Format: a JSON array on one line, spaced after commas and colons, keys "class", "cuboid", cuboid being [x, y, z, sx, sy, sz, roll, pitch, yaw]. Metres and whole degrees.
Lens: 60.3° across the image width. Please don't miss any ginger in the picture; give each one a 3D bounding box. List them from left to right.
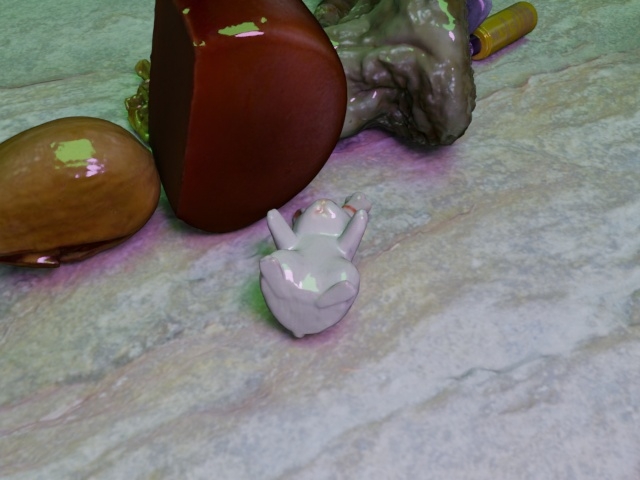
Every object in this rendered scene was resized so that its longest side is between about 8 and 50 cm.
[{"class": "ginger", "cuboid": [0.116, -0.559, 1.299, 0.290, 0.089, 0.137, -11, 53, -13]}]

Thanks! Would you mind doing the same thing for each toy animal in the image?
[{"class": "toy animal", "cuboid": [-0.002, -0.004, 0.796, 0.141, 0.138, 0.282, 7, 49, 8]}]

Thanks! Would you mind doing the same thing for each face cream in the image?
[{"class": "face cream", "cuboid": [0.379, -0.460, 1.240, 0.273, 0.078, 0.078, -34, 60, -27]}]

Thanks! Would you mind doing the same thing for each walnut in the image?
[{"class": "walnut", "cuboid": [-0.383, -0.069, 0.790, 0.298, 0.203, 0.203, -14, 52, -10]}]

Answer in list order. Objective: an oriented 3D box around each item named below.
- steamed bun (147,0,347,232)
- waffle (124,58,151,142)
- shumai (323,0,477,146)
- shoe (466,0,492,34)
[{"class": "steamed bun", "cuboid": [-0.104, -0.198, 0.802, 0.248, 0.379, 0.235, -11, 55, -27]}, {"class": "waffle", "cuboid": [-0.273, -0.277, 1.060, 0.249, 0.056, 0.253, 23, 54, 15]}, {"class": "shumai", "cuboid": [0.093, -0.326, 0.985, 0.324, 0.324, 0.397, -13, 54, 10]}, {"class": "shoe", "cuboid": [0.279, -0.480, 1.192, 0.138, 0.095, 0.245, -31, 21, -31]}]
